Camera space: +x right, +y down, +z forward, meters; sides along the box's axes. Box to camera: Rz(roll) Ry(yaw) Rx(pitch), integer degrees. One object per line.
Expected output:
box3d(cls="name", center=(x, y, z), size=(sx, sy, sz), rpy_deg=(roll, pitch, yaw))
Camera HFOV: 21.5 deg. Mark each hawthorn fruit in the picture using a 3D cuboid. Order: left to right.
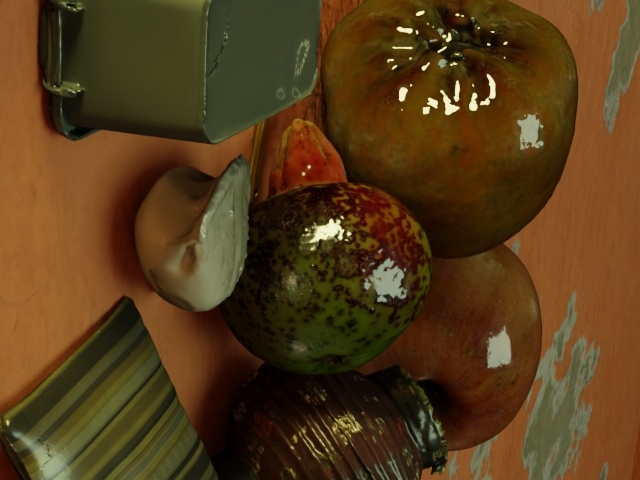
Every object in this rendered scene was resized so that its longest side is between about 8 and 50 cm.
box3d(cls="hawthorn fruit", center=(0.129, -0.108, 1.737), size=(0.301, 0.267, 0.268), rpy_deg=(82, 31, -52))

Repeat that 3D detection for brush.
box3d(cls="brush", center=(-0.054, -0.116, 1.622), size=(0.043, 0.014, 0.170), rpy_deg=(-18, 120, -62))

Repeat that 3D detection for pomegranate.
box3d(cls="pomegranate", center=(0.000, 0.000, 1.599), size=(0.214, 0.214, 0.248), rpy_deg=(32, 50, -66))

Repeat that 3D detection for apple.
box3d(cls="apple", center=(0.144, 0.109, 1.939), size=(0.253, 0.253, 0.254), rpy_deg=(-46, 143, -51))

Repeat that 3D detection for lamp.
box3d(cls="lamp", center=(0.010, 0.222, 1.688), size=(0.247, 0.247, 0.247), rpy_deg=(-46, 143, -51))

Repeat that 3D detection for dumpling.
box3d(cls="dumpling", center=(-0.104, -0.013, 1.459), size=(0.176, 0.092, 0.150), rpy_deg=(68, 41, -59))

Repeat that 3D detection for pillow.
box3d(cls="pillow", center=(-0.170, 0.186, 1.414), size=(0.208, 0.052, 0.212), rpy_deg=(-48, 119, -53))

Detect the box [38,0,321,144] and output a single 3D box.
box3d(cls="box", center=(-0.099, -0.166, 1.329), size=(0.243, 0.135, 0.163), rpy_deg=(-32, 132, -59))
